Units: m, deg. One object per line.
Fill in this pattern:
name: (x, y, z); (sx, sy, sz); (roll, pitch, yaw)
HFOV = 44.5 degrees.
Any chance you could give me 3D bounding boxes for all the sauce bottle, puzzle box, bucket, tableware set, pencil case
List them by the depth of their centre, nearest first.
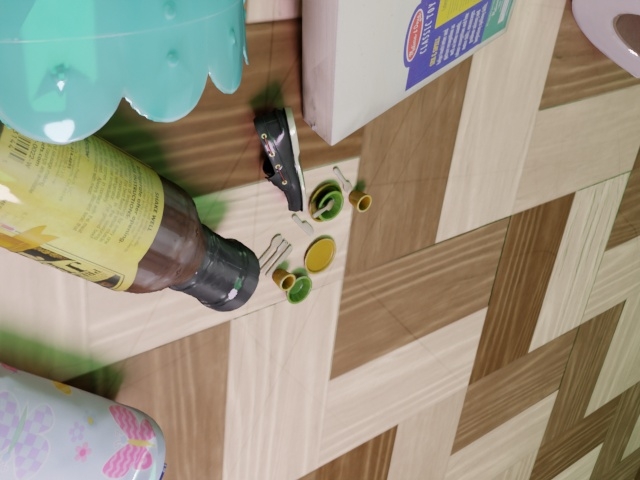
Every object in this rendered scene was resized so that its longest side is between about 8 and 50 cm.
bucket: (-0.169, -0.182, 0.422); (0.281, 0.281, 0.183); (-19, 126, -35)
sauce bottle: (-0.176, -0.019, 0.638); (0.111, 0.111, 0.344); (-56, 139, 1)
puzzle box: (0.100, -0.289, 0.677); (0.272, 0.052, 0.409); (-35, 154, -23)
pencil case: (-0.263, 0.179, 0.688); (0.273, 0.113, 0.124); (39, 65, -50)
tableware set: (0.000, 0.000, 0.895); (0.154, 0.024, 0.104); (-51, 141, -6)

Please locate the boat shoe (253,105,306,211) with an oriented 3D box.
boat shoe: (-0.039, -0.077, 0.790); (0.042, 0.049, 0.133); (-15, 140, -3)

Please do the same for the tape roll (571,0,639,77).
tape roll: (0.462, -0.306, 0.965); (0.169, 0.246, 0.246); (-56, 140, 2)
